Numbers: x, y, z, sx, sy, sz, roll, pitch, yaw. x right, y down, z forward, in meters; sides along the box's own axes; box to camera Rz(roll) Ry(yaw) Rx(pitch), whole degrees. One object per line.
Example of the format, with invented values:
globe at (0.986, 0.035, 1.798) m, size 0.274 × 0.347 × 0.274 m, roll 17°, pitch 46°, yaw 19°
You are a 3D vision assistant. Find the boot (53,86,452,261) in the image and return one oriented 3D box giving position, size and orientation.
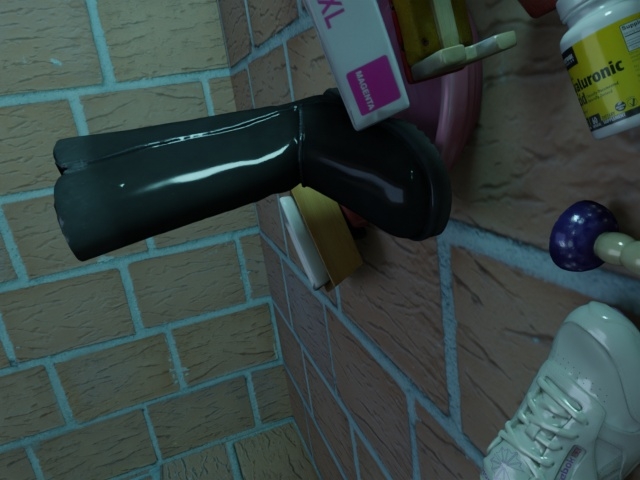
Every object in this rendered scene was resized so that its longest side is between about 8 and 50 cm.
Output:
boot at (-0.111, -0.072, 0.614) m, size 0.367 × 0.444 × 0.146 m, roll -125°, pitch 27°, yaw -52°

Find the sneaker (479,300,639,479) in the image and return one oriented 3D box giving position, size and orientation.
sneaker at (0.246, 0.206, 0.466) m, size 0.114 × 0.152 × 0.305 m, roll -129°, pitch 31°, yaw -60°

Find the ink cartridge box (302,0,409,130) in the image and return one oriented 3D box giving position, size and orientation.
ink cartridge box at (0.023, -0.248, 0.503) m, size 0.311 × 0.065 × 0.186 m, roll -90°, pitch -23°, yaw -64°

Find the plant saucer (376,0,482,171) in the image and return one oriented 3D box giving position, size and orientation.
plant saucer at (0.121, -0.227, 0.663) m, size 0.332 × 0.084 × 0.333 m, roll 167°, pitch 90°, yaw -75°

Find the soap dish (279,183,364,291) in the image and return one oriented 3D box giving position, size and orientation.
soap dish at (0.000, 0.000, 1.066) m, size 0.291 × 0.118 × 0.229 m, roll 106°, pitch 140°, yaw -81°

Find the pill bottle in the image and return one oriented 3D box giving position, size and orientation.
pill bottle at (0.231, -0.145, 0.365) m, size 0.117 × 0.065 × 0.065 m, roll 69°, pitch 164°, yaw 0°

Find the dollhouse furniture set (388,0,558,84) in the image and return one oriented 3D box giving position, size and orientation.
dollhouse furniture set at (0.112, -0.349, 0.413) m, size 0.152 × 0.201 × 0.375 m, roll -156°, pitch 48°, yaw -69°

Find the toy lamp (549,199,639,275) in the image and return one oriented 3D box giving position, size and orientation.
toy lamp at (0.289, 0.038, 0.320) m, size 0.274 × 0.080 × 0.080 m, roll -141°, pitch 40°, yaw -64°

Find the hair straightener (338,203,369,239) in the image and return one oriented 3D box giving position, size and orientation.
hair straightener at (0.044, -0.081, 1.090) m, size 0.230 × 0.047 × 0.089 m, roll 56°, pitch 157°, yaw 38°
